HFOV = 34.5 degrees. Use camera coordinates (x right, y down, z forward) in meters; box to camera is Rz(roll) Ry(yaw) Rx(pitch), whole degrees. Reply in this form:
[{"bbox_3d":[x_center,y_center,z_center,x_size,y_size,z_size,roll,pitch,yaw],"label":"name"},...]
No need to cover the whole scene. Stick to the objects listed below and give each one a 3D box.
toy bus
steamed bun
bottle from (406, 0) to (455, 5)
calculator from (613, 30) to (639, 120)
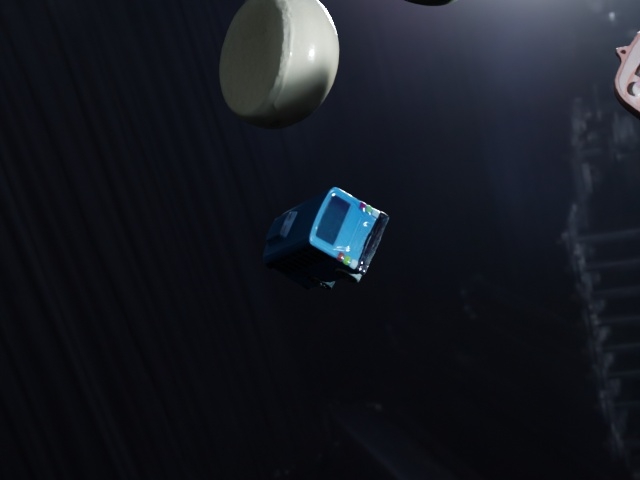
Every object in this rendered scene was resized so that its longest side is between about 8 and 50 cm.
[{"bbox_3d":[0.000,0.000,1.324,0.184,0.106,0.090,-23,-138,65],"label":"toy bus"},{"bbox_3d":[-0.067,-0.357,2.042,0.177,0.283,0.283,5,-175,-36],"label":"steamed bun"},{"bbox_3d":[0.165,-0.425,1.023,0.352,0.229,0.229,-49,-150,-15],"label":"bottle"},{"bbox_3d":[0.582,-0.201,1.522,0.329,0.048,0.220,31,-121,7],"label":"calculator"}]
